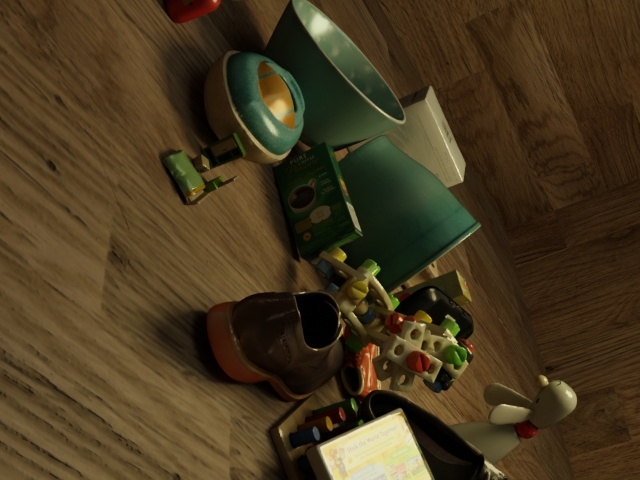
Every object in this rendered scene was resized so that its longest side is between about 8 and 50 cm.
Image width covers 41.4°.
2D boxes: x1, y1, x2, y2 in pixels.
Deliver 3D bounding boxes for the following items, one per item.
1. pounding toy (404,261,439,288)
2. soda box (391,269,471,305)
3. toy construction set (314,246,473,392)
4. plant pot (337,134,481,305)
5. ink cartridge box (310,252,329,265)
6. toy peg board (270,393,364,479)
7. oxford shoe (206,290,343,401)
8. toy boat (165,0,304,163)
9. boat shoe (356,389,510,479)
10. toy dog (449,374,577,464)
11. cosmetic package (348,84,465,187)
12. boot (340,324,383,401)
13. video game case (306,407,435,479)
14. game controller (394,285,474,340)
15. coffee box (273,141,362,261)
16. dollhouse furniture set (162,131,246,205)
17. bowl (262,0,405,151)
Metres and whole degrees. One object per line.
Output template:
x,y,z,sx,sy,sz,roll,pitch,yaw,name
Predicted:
0.259,0.025,2.045,0.154,0.155,0.269,66,18,7,pounding toy
0.221,0.126,1.783,0.058,0.181,0.061,36,36,-56,soda box
0.116,0.137,1.335,0.215,0.151,0.328,52,-5,-27,toy construction set
0.123,-0.052,1.628,0.255,0.272,0.272,54,18,3,plant pot
0.000,0.000,1.521,0.028,0.048,0.083,36,37,-58,ink cartridge box
0.018,0.304,1.189,0.161,0.079,0.161,68,18,0,toy peg board
-0.018,0.142,1.173,0.364,0.133,0.129,27,43,-68,oxford shoe
-0.117,-0.279,1.344,0.318,0.148,0.267,64,17,-12,toy boat
0.195,0.358,1.350,0.335,0.112,0.095,35,-24,20,boat shoe
0.331,0.364,1.705,0.161,0.334,0.220,52,-7,2,toy dog
0.204,-0.219,2.053,0.224,0.225,0.138,62,22,-16,cosmetic package
0.064,0.202,1.467,0.085,0.059,0.157,31,42,-54,boot
0.092,0.353,1.164,0.227,0.026,0.206,-6,68,-55,video game case
0.214,0.182,1.733,0.067,0.166,0.319,46,5,31,game controller
-0.006,-0.069,1.468,0.040,0.113,0.184,31,36,-60,coffee box
-0.156,-0.107,1.193,0.076,0.059,0.151,64,19,-11,dollhouse furniture set
0.000,-0.288,1.594,0.311,0.163,0.311,41,21,-20,bowl
